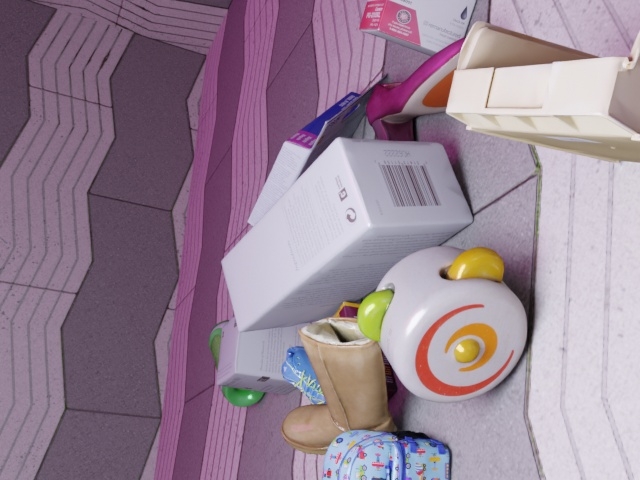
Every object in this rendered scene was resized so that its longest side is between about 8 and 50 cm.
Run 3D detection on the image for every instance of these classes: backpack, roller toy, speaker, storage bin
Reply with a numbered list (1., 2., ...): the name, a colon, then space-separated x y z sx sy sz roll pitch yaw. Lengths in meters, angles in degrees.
1. backpack: 0.094 0.364 1.019 0.117 0.173 0.158 157 123 -64
2. roller toy: 0.178 0.116 0.928 0.209 0.191 0.146 -36 29 3
3. speaker: -0.240 0.341 1.910 0.296 0.131 0.131 -128 54 -62
4. storage bin: 0.305 -0.149 0.673 0.262 0.260 0.123 -151 70 -67

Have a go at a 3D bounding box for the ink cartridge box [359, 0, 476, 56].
1. ink cartridge box: 0.194 -0.472 1.222 0.100 0.172 0.237 -139 64 -65

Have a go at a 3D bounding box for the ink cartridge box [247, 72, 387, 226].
1. ink cartridge box: -0.007 -0.206 1.489 0.324 0.071 0.330 -47 -10 -50

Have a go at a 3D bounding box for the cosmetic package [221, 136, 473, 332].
1. cosmetic package: 0.025 0.005 1.214 0.453 0.230 0.161 -41 60 47

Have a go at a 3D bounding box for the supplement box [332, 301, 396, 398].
1. supplement box: 0.069 0.224 1.277 0.188 0.080 0.104 -99 30 -42

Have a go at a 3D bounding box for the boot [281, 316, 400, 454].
1. boot: 0.012 0.240 1.114 0.089 0.236 0.269 -65 -34 -48

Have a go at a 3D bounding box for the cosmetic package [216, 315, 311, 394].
1. cosmetic package: -0.136 0.271 1.613 0.151 0.183 0.151 138 139 -56

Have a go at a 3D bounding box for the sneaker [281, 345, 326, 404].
1. sneaker: -0.018 0.305 1.386 0.240 0.126 0.091 -113 41 -56

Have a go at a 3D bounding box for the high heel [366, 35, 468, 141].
1. high heel: 0.174 -0.299 1.225 0.377 0.127 0.181 137 130 -60
